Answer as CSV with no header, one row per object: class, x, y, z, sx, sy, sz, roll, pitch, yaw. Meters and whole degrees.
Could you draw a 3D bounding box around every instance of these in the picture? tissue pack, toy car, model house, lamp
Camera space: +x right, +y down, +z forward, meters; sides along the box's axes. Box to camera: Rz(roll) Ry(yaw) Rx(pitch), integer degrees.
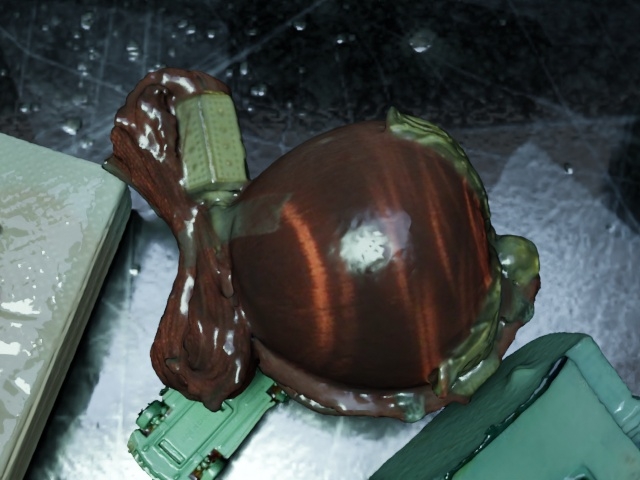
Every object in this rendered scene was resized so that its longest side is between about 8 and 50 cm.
tissue pack,-0.246,0.090,0.520,0.170,0.071,0.325,19,73,2
toy car,-0.060,0.096,0.539,0.059,0.035,0.122,39,66,11
model house,0.127,0.149,0.492,0.148,0.119,0.148,-37,87,-12
lamp,0.005,-0.004,0.491,0.223,0.151,0.215,-4,74,-20
